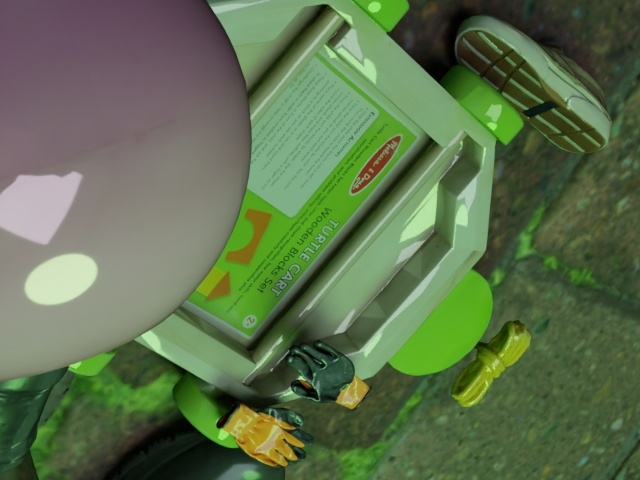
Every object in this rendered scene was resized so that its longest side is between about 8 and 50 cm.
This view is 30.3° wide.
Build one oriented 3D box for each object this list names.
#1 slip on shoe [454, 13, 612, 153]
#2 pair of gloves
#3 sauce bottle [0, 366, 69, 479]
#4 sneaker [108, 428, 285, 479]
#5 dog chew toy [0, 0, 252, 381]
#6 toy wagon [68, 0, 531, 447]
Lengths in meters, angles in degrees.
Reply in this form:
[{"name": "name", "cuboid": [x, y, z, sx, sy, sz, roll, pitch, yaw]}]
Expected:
[{"name": "slip on shoe", "cuboid": [0.134, -0.104, 0.729, 0.135, 0.051, 0.041, 31, 61, -30]}, {"name": "pair of gloves", "cuboid": [-0.013, 0.099, 0.703, 0.083, 0.010, 0.074, -46, 130, 3]}, {"name": "sauce bottle", "cuboid": [-0.216, 0.172, 0.640, 0.111, 0.111, 0.344, 12, 119, -34]}, {"name": "sneaker", "cuboid": [-0.119, 0.243, 0.746, 0.286, 0.130, 0.109, -47, 127, 3]}, {"name": "dog chew toy", "cuboid": [-0.149, -0.116, 0.458, 0.207, 0.206, 0.331, -19, 107, -18]}, {"name": "toy wagon", "cuboid": [0.000, 0.000, 0.701, 0.267, 0.068, 0.344, -49, 130, 6]}]
